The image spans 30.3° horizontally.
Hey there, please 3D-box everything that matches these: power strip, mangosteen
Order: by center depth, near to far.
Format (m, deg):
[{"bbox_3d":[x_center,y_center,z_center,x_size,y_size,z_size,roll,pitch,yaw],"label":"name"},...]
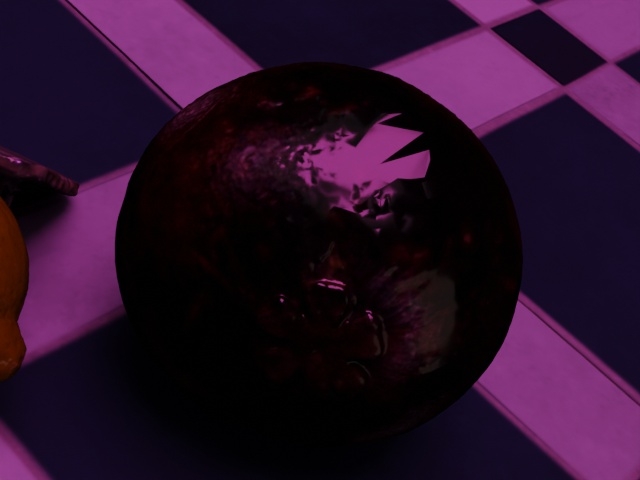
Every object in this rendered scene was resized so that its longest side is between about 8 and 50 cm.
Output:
[{"bbox_3d":[0.003,0.001,0.884,0.297,0.297,0.293,26,42,0],"label":"mangosteen"},{"bbox_3d":[-0.305,-0.065,0.925,0.213,0.064,0.198,25,-3,1],"label":"power strip"}]

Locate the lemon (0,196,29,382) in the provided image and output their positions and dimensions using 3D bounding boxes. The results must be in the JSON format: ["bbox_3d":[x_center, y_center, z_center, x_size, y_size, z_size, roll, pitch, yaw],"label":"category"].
[{"bbox_3d":[-0.304,0.013,0.790,0.248,0.184,0.184,31,40,7],"label":"lemon"}]
